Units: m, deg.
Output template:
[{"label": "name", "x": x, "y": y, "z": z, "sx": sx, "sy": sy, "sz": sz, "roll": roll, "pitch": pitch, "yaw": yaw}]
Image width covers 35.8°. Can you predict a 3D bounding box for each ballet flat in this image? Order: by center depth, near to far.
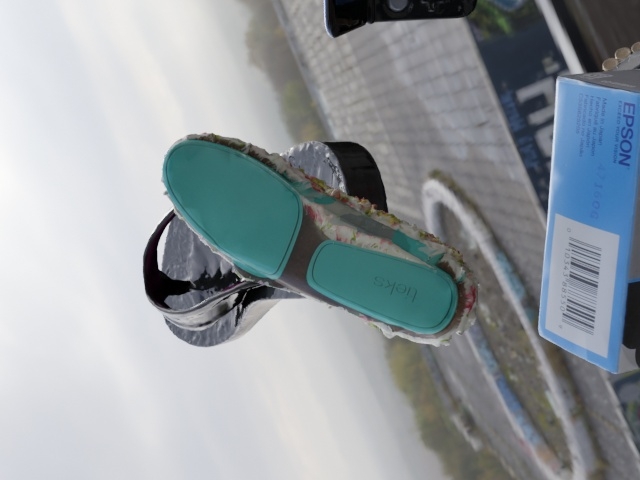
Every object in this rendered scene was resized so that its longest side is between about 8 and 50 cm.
[{"label": "ballet flat", "x": 0.000, "y": 0.000, "z": 0.684, "sx": 0.241, "sy": 0.091, "sz": 0.077, "roll": 30, "pitch": -166, "yaw": 14}]

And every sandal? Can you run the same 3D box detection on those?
[{"label": "sandal", "x": -0.094, "y": 0.005, "z": 0.950, "sx": 0.446, "sy": 0.107, "sz": 0.167, "roll": -27, "pitch": 72, "yaw": 59}]

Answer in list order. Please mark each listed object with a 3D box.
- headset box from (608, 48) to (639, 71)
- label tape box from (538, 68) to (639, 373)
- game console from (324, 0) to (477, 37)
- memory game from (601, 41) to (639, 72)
[{"label": "headset box", "x": 0.526, "y": -0.180, "z": 1.381, "sx": 0.293, "sy": 0.218, "sz": 0.110, "roll": 26, "pitch": -133, "yaw": -31}, {"label": "label tape box", "x": 0.379, "y": -0.037, "z": 0.938, "sx": 0.115, "sy": 0.348, "sz": 0.249, "roll": 29, "pitch": 123, "yaw": 59}, {"label": "game console", "x": 0.108, "y": -0.420, "z": 1.272, "sx": 0.173, "sy": 0.250, "sz": 0.293, "roll": -121, "pitch": 27, "yaw": -67}, {"label": "memory game", "x": 0.708, "y": -0.371, "z": 2.194, "sx": 0.012, "sy": 0.186, "sz": 0.186, "roll": 54, "pitch": -173, "yaw": -47}]
